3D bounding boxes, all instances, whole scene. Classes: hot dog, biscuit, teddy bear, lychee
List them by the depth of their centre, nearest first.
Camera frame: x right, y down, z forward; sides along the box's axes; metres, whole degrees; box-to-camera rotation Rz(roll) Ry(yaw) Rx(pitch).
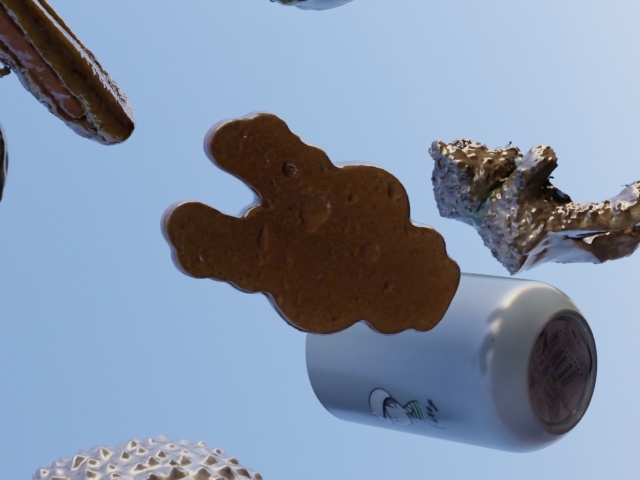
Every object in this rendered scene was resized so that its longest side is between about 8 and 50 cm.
[{"bbox_3d":[-0.246,-0.181,0.951,0.286,0.061,0.088,55,-164,-36],"label":"hot dog"},{"bbox_3d":[-0.001,-0.001,1.149,0.295,0.044,0.186,30,-88,-16],"label":"biscuit"},{"bbox_3d":[-0.224,0.440,1.558,0.432,0.380,0.380,20,-111,-31],"label":"lychee"},{"bbox_3d":[0.327,-0.065,1.766,0.246,0.296,0.223,79,174,-67],"label":"teddy bear"}]

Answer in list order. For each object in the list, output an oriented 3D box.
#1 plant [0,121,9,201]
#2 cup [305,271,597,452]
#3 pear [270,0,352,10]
[{"bbox_3d":[-0.400,0.002,1.089,0.333,0.180,0.251,-32,-105,-20],"label":"plant"},{"bbox_3d":[0.156,0.135,1.404,0.205,0.312,0.206,-3,-85,-44],"label":"cup"},{"bbox_3d":[0.014,-0.380,1.199,0.253,0.253,0.307,12,-79,-57],"label":"pear"}]
